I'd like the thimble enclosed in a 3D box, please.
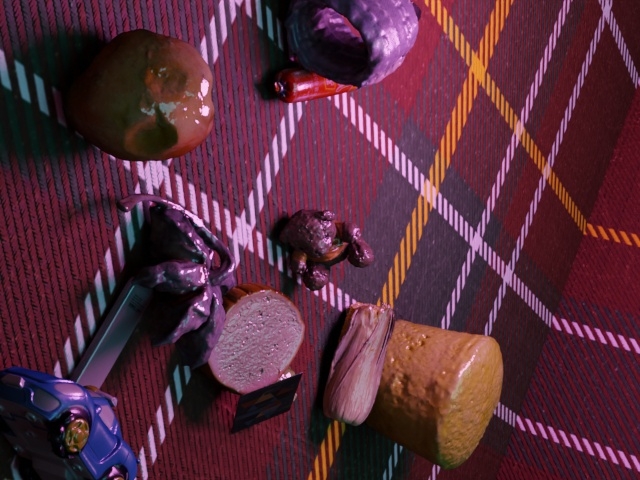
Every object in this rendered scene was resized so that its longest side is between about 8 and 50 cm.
[{"bbox_3d":[0.058,-0.414,2.001,0.172,0.236,0.205,-45,177,-39],"label":"thimble"}]

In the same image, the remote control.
[{"bbox_3d":[-0.376,0.184,1.793,0.261,0.029,0.067,-62,145,-15],"label":"remote control"}]

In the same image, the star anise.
[{"bbox_3d":[-0.234,0.071,1.826,0.359,0.139,0.316,-3,81,-70],"label":"star anise"}]

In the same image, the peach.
[{"bbox_3d":[-0.287,-0.225,1.615,0.235,0.214,0.214,-15,116,-34],"label":"peach"}]

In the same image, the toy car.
[{"bbox_3d":[-0.408,0.298,1.644,0.166,0.198,0.314,-59,144,-36],"label":"toy car"}]

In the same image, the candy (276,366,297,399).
[{"bbox_3d":[-0.135,0.227,2.137,0.093,0.092,0.335,-28,126,-2],"label":"candy"}]

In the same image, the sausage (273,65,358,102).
[{"bbox_3d":[-0.011,-0.324,2.084,0.274,0.074,0.074,-21,120,-50],"label":"sausage"}]

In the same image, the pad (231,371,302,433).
[{"bbox_3d":[-0.113,0.338,2.118,0.143,0.003,0.211,-19,154,-20],"label":"pad"}]

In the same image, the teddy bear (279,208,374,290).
[{"bbox_3d":[0.000,0.000,2.186,0.190,0.177,0.140,46,20,-54],"label":"teddy bear"}]

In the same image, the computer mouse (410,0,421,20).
[{"bbox_3d":[0.155,-0.505,2.235,0.172,0.099,0.057,-6,94,-50],"label":"computer mouse"}]

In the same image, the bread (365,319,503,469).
[{"bbox_3d":[0.276,0.366,2.570,0.348,0.307,0.348,-44,146,-41],"label":"bread"}]

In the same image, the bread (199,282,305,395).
[{"bbox_3d":[-0.143,0.196,2.041,0.236,0.070,0.236,-12,111,-34],"label":"bread"}]

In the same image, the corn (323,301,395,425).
[{"bbox_3d":[0.091,0.286,2.435,0.122,0.123,0.305,-9,112,-82],"label":"corn"}]
